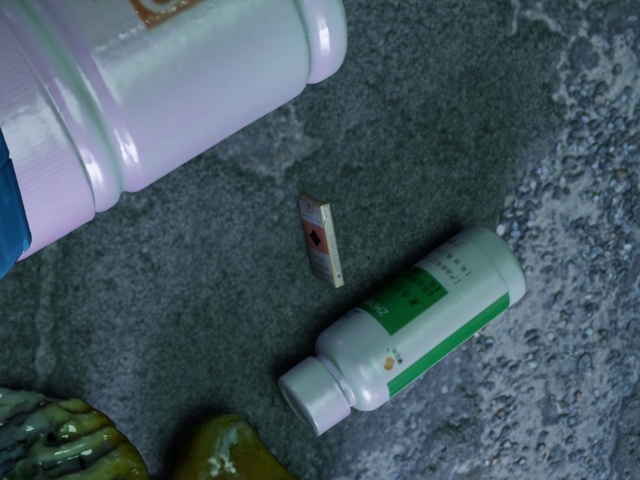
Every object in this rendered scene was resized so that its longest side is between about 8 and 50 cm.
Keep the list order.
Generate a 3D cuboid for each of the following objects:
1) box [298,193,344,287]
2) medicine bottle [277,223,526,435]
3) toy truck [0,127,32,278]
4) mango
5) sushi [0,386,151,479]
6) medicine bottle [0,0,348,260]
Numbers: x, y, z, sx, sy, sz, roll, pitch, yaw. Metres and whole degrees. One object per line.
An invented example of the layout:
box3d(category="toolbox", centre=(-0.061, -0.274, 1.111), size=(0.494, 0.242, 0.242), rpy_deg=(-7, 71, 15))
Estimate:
box3d(category="box", centre=(0.000, 0.000, 1.229), size=(0.012, 0.046, 0.083), rpy_deg=(-21, 114, -23))
box3d(category="medicine bottle", centre=(0.080, 0.089, 1.271), size=(0.260, 0.095, 0.095), rpy_deg=(-36, 118, -18))
box3d(category="toy truck", centre=(-0.394, -0.013, 0.845), size=(0.385, 0.162, 0.161), rpy_deg=(-6, 113, 13))
box3d(category="mango", centre=(-0.056, 0.313, 1.231), size=(0.193, 0.146, 0.316), rpy_deg=(-31, 110, -27))
box3d(category="sushi", centre=(-0.229, 0.245, 1.083), size=(0.184, 0.274, 0.139), rpy_deg=(-14, 137, -22))
box3d(category="medicine bottle", centre=(-0.158, -0.145, 1.010), size=(0.316, 0.202, 0.202), rpy_deg=(-33, 117, -18))
